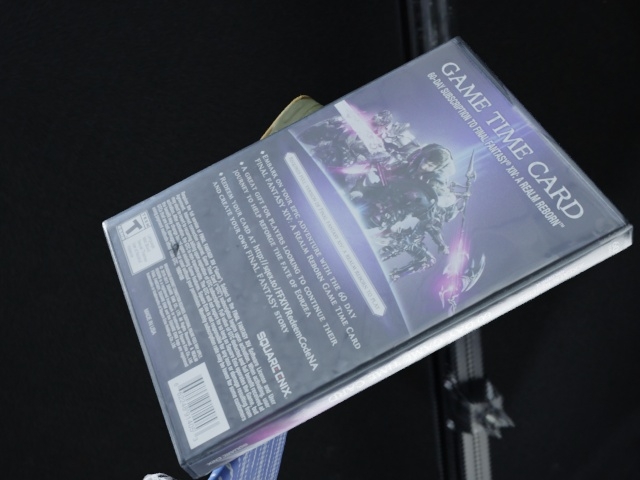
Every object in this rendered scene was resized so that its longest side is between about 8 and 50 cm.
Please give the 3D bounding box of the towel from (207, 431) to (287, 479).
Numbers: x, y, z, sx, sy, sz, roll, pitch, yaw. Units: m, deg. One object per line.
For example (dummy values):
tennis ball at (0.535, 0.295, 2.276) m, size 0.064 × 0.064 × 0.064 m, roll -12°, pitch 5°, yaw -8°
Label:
towel at (-0.106, 0.292, 0.868) m, size 0.040 × 0.336 × 0.243 m, roll 18°, pitch -65°, yaw 11°

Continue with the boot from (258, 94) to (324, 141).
boot at (0.000, 0.000, 0.666) m, size 0.165 × 0.077 × 0.213 m, roll 28°, pitch -110°, yaw 15°

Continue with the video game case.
video game case at (0.013, -0.005, 0.516) m, size 0.274 × 0.196 × 0.026 m, roll -27°, pitch -39°, yaw -2°

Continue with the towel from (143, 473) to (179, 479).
towel at (-0.086, 0.270, 0.464) m, size 0.235 × 0.121 × 0.283 m, roll -33°, pitch -49°, yaw 7°
